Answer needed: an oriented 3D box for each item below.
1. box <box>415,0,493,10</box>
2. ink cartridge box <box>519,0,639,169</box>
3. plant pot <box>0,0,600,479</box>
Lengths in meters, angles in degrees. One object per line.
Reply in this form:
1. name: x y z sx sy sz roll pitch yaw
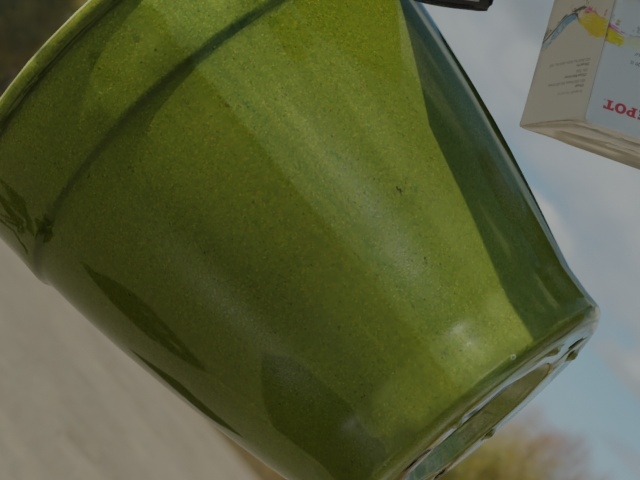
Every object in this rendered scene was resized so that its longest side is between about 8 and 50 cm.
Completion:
1. box: 0.095 -0.294 1.286 0.059 0.233 0.183 6 29 -14
2. ink cartridge box: 0.339 -0.204 2.039 0.171 0.233 0.168 17 -5 -17
3. plant pot: 0.000 0.000 1.383 0.353 0.366 0.366 50 -4 13
